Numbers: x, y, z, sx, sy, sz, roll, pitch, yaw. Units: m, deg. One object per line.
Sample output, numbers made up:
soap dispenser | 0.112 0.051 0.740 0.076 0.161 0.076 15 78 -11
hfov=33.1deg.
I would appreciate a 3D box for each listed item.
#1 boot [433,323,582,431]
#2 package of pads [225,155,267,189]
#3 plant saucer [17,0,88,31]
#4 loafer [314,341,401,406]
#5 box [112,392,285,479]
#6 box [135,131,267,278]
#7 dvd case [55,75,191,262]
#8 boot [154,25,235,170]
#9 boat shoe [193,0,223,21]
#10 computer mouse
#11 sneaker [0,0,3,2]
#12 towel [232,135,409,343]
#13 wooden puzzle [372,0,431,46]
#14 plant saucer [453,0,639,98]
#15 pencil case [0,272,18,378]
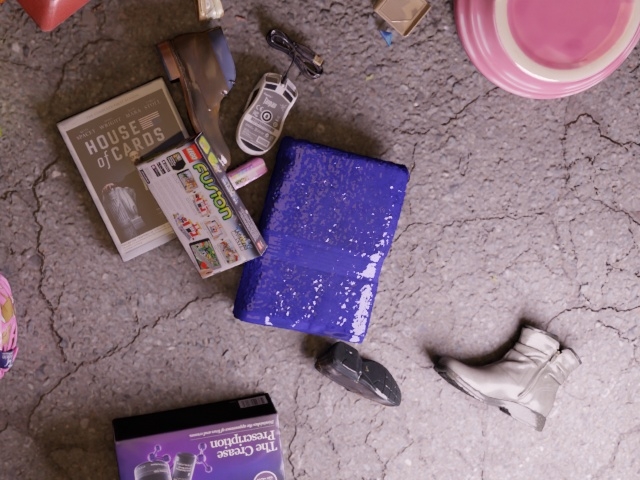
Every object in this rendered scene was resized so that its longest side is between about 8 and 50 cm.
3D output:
boot | 0.320 0.209 1.843 0.246 0.083 0.161 28 87 -21
package of pads | -0.126 -0.102 1.691 0.083 0.050 0.032 -30 100 -5
plant saucer | -0.375 -0.477 1.536 0.259 0.048 0.258 -42 106 -16
loafer | 0.065 0.230 1.802 0.170 0.062 0.061 39 130 -23
box | -0.193 0.369 1.745 0.261 0.103 0.184 -9 105 -10
box | -0.180 -0.051 1.642 0.114 0.036 0.207 -21 108 22
dvd case | -0.276 -0.110 1.669 0.179 0.029 0.238 -26 105 -7
boot | -0.160 -0.219 1.646 0.106 0.082 0.219 -25 103 -4
boat shoe | -0.188 -0.395 1.621 0.045 0.050 0.135 -24 105 -12
computer mouse | -0.077 -0.225 1.685 0.106 0.042 0.193 29 88 -20
sneaker | -0.473 -0.380 1.563 0.175 0.064 0.067 -30 98 -15
towel | 0.000 0.000 1.731 0.228 0.076 0.308 13 99 -18
wooden puzzle | 0.130 -0.372 1.714 0.116 0.014 0.078 -44 102 -1
plant saucer | 0.379 -0.381 1.701 0.332 0.084 0.332 -4 112 -11
pencil case | -0.645 0.143 1.576 0.386 0.160 0.167 -4 67 -11
